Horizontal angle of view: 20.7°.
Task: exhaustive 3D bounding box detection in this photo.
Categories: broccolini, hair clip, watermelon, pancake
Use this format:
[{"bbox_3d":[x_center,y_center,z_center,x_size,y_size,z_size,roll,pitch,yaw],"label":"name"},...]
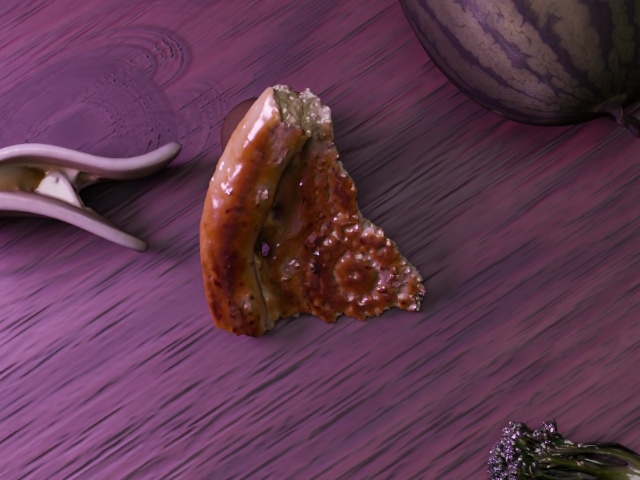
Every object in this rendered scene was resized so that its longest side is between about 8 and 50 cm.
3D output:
[{"bbox_3d":[0.260,0.223,1.696,0.203,0.068,0.091,10,94,-7],"label":"broccolini"},{"bbox_3d":[-0.282,-0.048,1.749,0.282,0.172,0.113,2,88,-2],"label":"hair clip"},{"bbox_3d":[0.213,-0.260,1.662,0.279,0.279,0.359,-25,76,2],"label":"watermelon"},{"bbox_3d":[0.000,0.000,1.708,0.244,0.057,0.266,23,114,-7],"label":"pancake"}]

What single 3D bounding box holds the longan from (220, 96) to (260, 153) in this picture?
[{"bbox_3d":[-0.056,-0.091,1.761,0.119,0.106,0.106,-37,74,42],"label":"longan"}]
